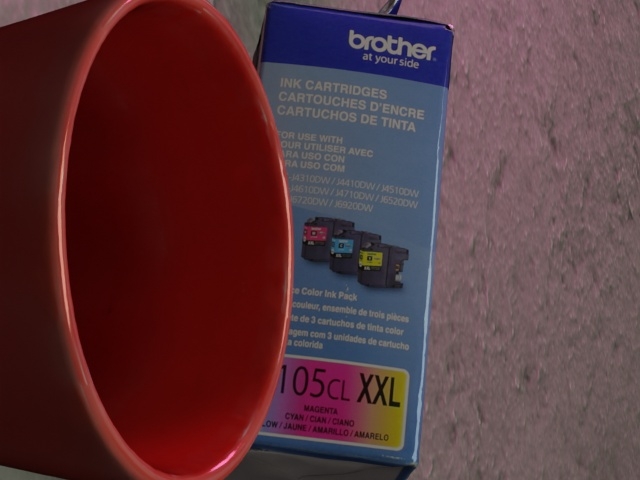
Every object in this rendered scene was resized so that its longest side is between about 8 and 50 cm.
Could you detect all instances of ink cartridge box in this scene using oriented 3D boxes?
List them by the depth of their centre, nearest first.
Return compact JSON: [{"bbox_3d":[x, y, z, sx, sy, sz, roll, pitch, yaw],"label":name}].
[{"bbox_3d":[0.000,0.000,1.444,0.270,0.151,0.396,113,-17,-70],"label":"ink cartridge box"}]

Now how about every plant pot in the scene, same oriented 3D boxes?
[{"bbox_3d":[-0.177,0.004,1.063,0.275,0.243,0.275,-3,90,-65],"label":"plant pot"}]
